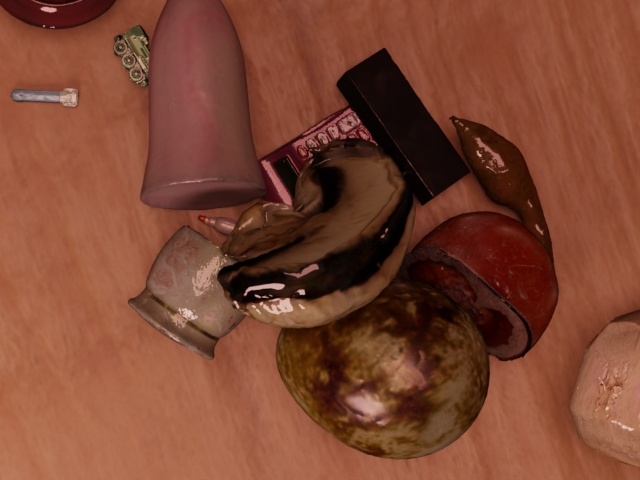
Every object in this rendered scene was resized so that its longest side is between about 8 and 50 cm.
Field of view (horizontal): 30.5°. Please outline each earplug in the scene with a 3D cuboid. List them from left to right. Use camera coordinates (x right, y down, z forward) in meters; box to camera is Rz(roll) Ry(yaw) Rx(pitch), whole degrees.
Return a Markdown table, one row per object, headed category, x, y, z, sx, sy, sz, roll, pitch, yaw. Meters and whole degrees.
| category | x | y | z | sx | sy | sz | roll | pitch | yaw |
| --- | --- | --- | --- | --- | --- | --- | --- | --- | --- |
| earplug | -0.170 | -0.206 | 1.624 | 0.172 | 0.172 | 0.301 | -4 | 79 | -5 |

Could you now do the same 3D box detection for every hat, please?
| category | x | y | z | sx | sy | sz | roll | pitch | yaw |
| --- | --- | --- | --- | --- | --- | --- | --- | --- | --- |
| hat | -0.369 | -0.391 | 1.648 | 0.205 | 0.089 | 0.205 | 1 | 86 | -9 |

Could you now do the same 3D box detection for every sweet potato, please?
| category | x | y | z | sx | sy | sz | roll | pitch | yaw |
| --- | --- | --- | --- | --- | --- | --- | --- | --- | --- |
| sweet potato | 0.273 | -0.078 | 1.681 | 0.075 | 0.075 | 0.269 | -35 | 101 | -6 |

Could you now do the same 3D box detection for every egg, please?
| category | x | y | z | sx | sy | sz | roll | pitch | yaw |
| --- | --- | --- | --- | --- | --- | --- | --- | --- | --- |
| egg | 0.082 | 0.164 | 1.568 | 0.289 | 0.238 | 0.238 | 19 | 84 | 12 |

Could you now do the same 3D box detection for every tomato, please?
| category | x | y | z | sx | sy | sz | roll | pitch | yaw |
| --- | --- | --- | --- | --- | --- | --- | --- | --- | --- |
| tomato | 0.240 | 0.046 | 1.636 | 0.214 | 0.181 | 0.155 | 47 | 66 | -7 |

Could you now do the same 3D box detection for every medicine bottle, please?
| category | x | y | z | sx | sy | sz | roll | pitch | yaw |
| --- | --- | --- | --- | --- | --- | --- | --- | --- | --- |
| medicine bottle | -0.169 | 0.072 | 1.599 | 0.147 | 0.147 | 0.143 | 34 | 87 | -1 |

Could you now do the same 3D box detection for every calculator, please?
| category | x | y | z | sx | sy | sz | roll | pitch | yaw |
| --- | --- | --- | --- | --- | --- | --- | --- | --- | --- |
| calculator | 0.005 | -0.100 | 1.682 | 0.190 | 0.034 | 0.127 | -32 | 88 | -11 |

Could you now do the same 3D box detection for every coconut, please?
| category | x | y | z | sx | sy | sz | roll | pitch | yaw |
| --- | --- | --- | --- | --- | --- | --- | --- | --- | --- |
| coconut | 0.455 | 0.194 | 1.608 | 0.224 | 0.224 | 0.234 | 14 | 92 | -3 |

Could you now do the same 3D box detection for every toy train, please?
| category | x | y | z | sx | sy | sz | roll | pitch | yaw |
| --- | --- | --- | --- | --- | --- | --- | --- | --- | --- |
| toy train | -0.260 | -0.261 | 1.673 | 0.053 | 0.033 | 0.083 | -32 | 89 | -9 |

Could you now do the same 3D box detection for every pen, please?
| category | x | y | z | sx | sy | sz | roll | pitch | yaw |
| --- | --- | --- | --- | --- | --- | --- | --- | --- | --- |
| pen | -0.071 | 0.001 | 1.672 | 0.218 | 0.026 | 0.026 | 18 | 85 | -3 |

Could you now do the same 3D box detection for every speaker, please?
| category | x | y | z | sx | sy | sz | roll | pitch | yaw |
| --- | --- | --- | --- | --- | --- | --- | --- | --- | --- |
| speaker | 0.119 | -0.163 | 1.679 | 0.082 | 0.044 | 0.218 | -36 | 90 | -25 |

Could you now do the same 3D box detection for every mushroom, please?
| category | x | y | z | sx | sy | sz | roll | pitch | yaw |
| --- | --- | --- | --- | --- | --- | --- | --- | --- | --- |
| mushroom | 0.001 | 0.001 | 1.525 | 0.247 | 0.344 | 0.130 | -7 | 120 | 19 |

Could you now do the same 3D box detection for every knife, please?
| category | x | y | z | sx | sy | sz | roll | pitch | yaw |
| --- | --- | --- | --- | --- | --- | --- | --- | --- | --- |
| knife | -0.392 | -0.205 | 1.671 | 0.096 | 0.010 | 0.027 | 2 | 86 | -2 |
